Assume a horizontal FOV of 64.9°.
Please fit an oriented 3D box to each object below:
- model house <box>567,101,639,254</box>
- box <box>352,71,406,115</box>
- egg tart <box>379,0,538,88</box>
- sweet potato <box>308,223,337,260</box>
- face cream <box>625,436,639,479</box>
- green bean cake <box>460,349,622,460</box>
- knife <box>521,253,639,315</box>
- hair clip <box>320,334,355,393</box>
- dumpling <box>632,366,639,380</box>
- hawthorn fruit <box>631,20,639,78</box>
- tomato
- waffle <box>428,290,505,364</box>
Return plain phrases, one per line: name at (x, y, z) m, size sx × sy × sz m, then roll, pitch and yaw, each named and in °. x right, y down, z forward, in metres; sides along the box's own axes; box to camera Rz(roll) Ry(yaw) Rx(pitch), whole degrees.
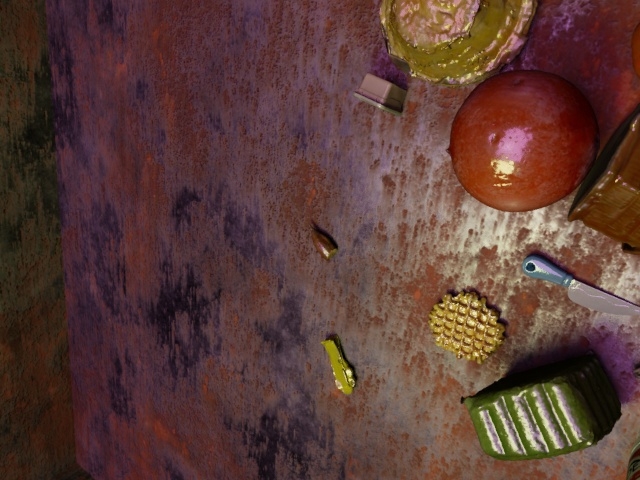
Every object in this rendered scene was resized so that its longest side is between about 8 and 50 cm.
model house at (0.599, -0.091, 0.883) m, size 0.229 × 0.219 × 0.199 m, roll 34°, pitch 80°, yaw 14°
box at (0.141, -0.336, 1.155) m, size 0.089 × 0.122 × 0.062 m, roll 32°, pitch 109°, yaw 24°
egg tart at (0.256, -0.474, 1.019) m, size 0.341 × 0.132 × 0.341 m, roll 12°, pitch 111°, yaw 34°
sweet potato at (0.000, 0.000, 1.400) m, size 0.049 × 0.049 × 0.117 m, roll -43°, pitch 79°, yaw 36°
face cream at (0.703, 0.496, 0.969) m, size 0.201 × 0.187 × 0.201 m, roll 12°, pitch 111°, yaw 32°
green bean cake at (0.463, 0.350, 1.045) m, size 0.247 × 0.250 × 0.156 m, roll -31°, pitch 73°, yaw 37°
knife at (0.545, 0.104, 1.065) m, size 0.244 × 0.032 × 0.058 m, roll 31°, pitch 118°, yaw 19°
hair clip at (0.053, 0.367, 1.477) m, size 0.072 × 0.046 × 0.173 m, roll -25°, pitch 88°, yaw 41°
dumpling at (0.704, 0.272, 0.955) m, size 0.134 × 0.100 × 0.169 m, roll 46°, pitch 126°, yaw 11°
hawthorn fruit at (0.592, -0.312, 0.804) m, size 0.189 × 0.189 × 0.189 m, roll 11°, pitch 111°, yaw 32°
tomato at (0.380, -0.182, 0.935) m, size 0.264 × 0.265 × 0.265 m, roll 11°, pitch 111°, yaw 32°
waffle at (0.352, 0.208, 1.222) m, size 0.191 × 0.038 × 0.191 m, roll 12°, pitch 111°, yaw 32°
